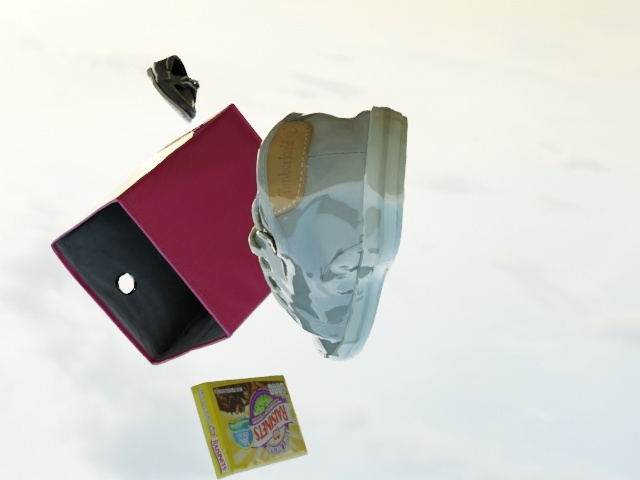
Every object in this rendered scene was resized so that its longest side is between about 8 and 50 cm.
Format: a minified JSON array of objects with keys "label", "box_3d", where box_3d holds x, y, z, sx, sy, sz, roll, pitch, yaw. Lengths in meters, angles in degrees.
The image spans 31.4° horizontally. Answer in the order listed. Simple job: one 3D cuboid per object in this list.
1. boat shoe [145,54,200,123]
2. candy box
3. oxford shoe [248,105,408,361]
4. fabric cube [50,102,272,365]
[{"label":"boat shoe","box_3d":[-0.236,-0.258,1.880,0.075,0.065,0.206,49,-178,-34]},{"label":"candy box","box_3d":[-0.078,0.210,1.308,0.027,0.105,0.206,-20,169,20]},{"label":"oxford shoe","box_3d":[0.000,0.000,1.062,0.130,0.169,0.449,3,160,0]},{"label":"fabric cube","box_3d":[-0.196,-0.005,1.709,0.259,0.254,0.258,-24,-161,52]}]
